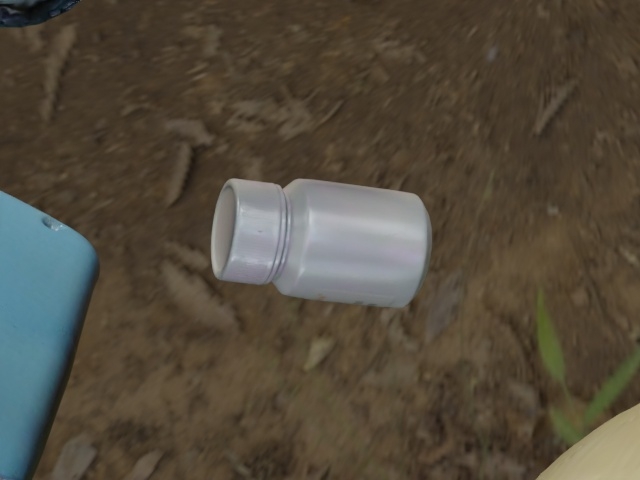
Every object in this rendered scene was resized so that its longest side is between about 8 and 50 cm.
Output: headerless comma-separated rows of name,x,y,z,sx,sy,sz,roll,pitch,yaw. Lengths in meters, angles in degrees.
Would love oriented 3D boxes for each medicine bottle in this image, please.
medicine bottle,0.000,0.000,0.810,0.089,0.052,0.052,7,101,-17

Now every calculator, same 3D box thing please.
calculator,-0.219,0.047,1.017,0.173,0.293,0.051,25,123,-11

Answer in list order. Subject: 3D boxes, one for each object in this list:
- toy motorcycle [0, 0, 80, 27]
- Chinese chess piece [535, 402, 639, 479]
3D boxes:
toy motorcycle,-0.082,-0.204,0.603,0.206,0.154,0.260,-32,130,-21
Chinese chess piece,0.151,0.156,0.470,0.273,0.102,0.273,28,140,27
